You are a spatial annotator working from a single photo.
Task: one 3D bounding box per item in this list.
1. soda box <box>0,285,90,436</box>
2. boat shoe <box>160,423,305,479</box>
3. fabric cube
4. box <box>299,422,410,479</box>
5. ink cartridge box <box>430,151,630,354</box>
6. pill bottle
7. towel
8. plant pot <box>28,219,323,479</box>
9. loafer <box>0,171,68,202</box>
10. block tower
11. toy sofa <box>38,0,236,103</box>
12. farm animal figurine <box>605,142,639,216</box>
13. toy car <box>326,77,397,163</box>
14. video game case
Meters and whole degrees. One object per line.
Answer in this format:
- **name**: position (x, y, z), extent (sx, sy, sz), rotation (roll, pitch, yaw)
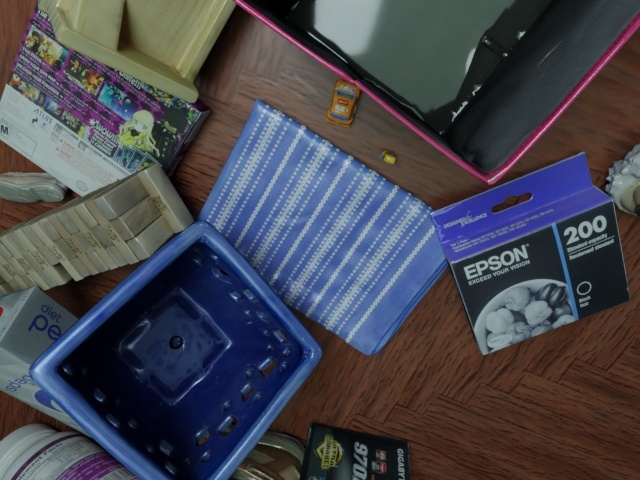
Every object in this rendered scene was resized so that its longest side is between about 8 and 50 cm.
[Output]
- **soda box**: position (-0.372, 0.198, 0.617), extent (0.091, 0.098, 0.286), rotation (-14, 132, 13)
- **boat shoe**: position (-0.186, 0.388, 0.711), extent (0.325, 0.116, 0.123), rotation (3, 111, 6)
- **fabric cube**: position (0.106, -0.244, 0.354), extent (0.259, 0.258, 0.254), rotation (34, 112, -6)
- **box**: position (0.049, 0.399, 0.629), extent (0.175, 0.220, 0.051), rotation (10, 117, 4)
- **ink cartridge box**: position (0.272, 0.023, 0.532), extent (0.206, 0.045, 0.208), rotation (-23, 107, 6)
- **pill bottle**: position (-0.428, 0.436, 0.705), extent (0.302, 0.169, 0.169), rotation (15, 114, 25)
- **towel**: position (0.000, 0.000, 0.580), extent (0.336, 0.040, 0.243), rotation (31, 111, -5)
- **plant pot**: position (-0.177, 0.145, 0.540), extent (0.236, 0.212, 0.236), rotation (49, 65, -12)
- **loafer**: position (-0.427, -0.082, 0.610), extent (0.125, 0.039, 0.045), rotation (4, 145, 9)
- **block tower**: position (-0.342, 0.001, 0.562), extent (0.336, 0.097, 0.091), rotation (-17, 115, 22)
- **toy sofa**: position (-0.129, -0.345, 0.405), extent (0.362, 0.150, 0.177), rotation (-50, 56, 21)
- **farm animal figurine**: position (0.519, -0.127, 0.393), extent (0.330, 0.172, 0.326), rotation (21, 132, 14)
- **toy car**: position (0.060, -0.148, 0.513), extent (0.122, 0.040, 0.060), rotation (34, 111, -6)
- **video game case**: position (-0.298, -0.159, 0.554), extent (0.232, 0.042, 0.210), rotation (36, 113, -7)
